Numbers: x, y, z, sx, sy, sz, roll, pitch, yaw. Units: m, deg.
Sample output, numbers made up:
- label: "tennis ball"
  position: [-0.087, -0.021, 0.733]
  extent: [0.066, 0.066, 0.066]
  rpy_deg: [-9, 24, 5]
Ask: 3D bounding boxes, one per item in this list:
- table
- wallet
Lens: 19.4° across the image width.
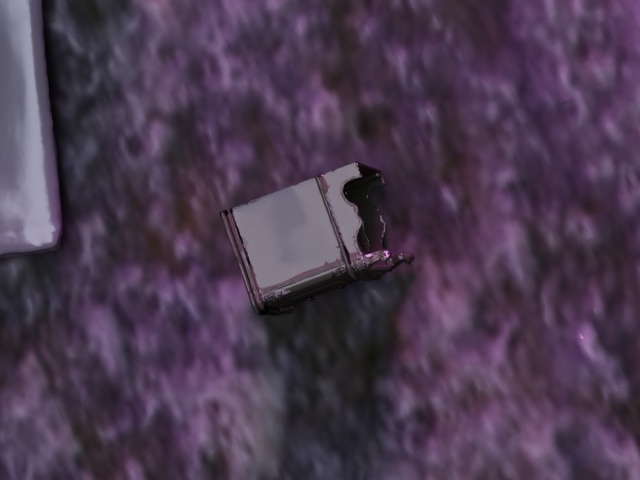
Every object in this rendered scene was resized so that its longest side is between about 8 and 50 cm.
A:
- label: "table"
  position: [0.000, 0.000, 1.061]
  extent: [0.083, 0.079, 0.062]
  rpy_deg: [-21, 84, 12]
- label: "wallet"
  position: [-0.219, -0.076, 1.141]
  extent: [0.124, 0.032, 0.183]
  rpy_deg: [-7, 87, 14]
